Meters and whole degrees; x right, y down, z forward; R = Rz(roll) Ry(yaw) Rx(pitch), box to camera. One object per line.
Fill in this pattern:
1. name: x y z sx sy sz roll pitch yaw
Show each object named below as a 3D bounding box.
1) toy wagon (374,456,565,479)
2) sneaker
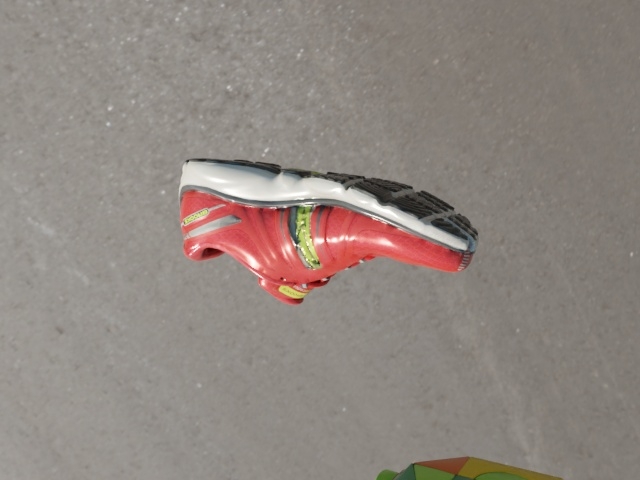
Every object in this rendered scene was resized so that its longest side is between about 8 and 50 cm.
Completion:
1. toy wagon: 0.133 0.291 0.694 0.267 0.344 0.068 7 101 27
2. sneaker: 0.000 0.000 0.682 0.278 0.107 0.119 11 100 27
